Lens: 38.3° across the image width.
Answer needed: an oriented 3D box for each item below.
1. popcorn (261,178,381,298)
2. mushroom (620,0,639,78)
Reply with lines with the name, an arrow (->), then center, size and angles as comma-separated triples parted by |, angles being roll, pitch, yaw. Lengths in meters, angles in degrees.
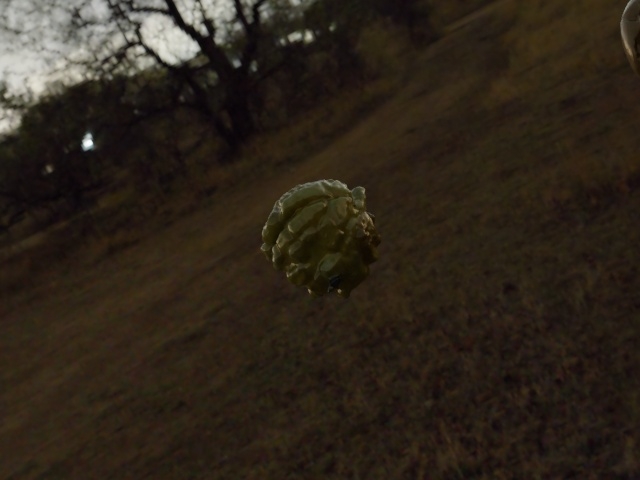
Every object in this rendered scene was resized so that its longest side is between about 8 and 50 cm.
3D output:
popcorn -> 0.003, 0.002, 1.305 | 0.173, 0.173, 0.142 | -33, 19, -24
mushroom -> 0.299, -0.158, 0.580 | 0.247, 0.108, 0.096 | -32, 30, 62
